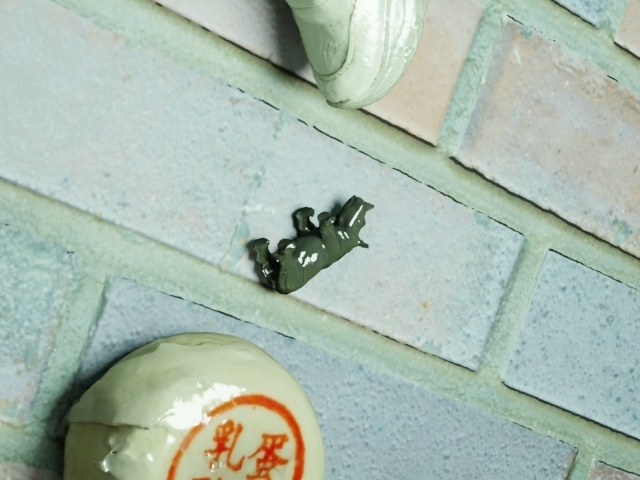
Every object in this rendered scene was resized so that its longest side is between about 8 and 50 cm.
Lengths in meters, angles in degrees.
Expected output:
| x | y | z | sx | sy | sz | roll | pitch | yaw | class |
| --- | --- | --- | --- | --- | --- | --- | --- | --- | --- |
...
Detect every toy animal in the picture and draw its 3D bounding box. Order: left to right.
| x | y | z | sx | sy | sz | roll | pitch | yaw | class |
| --- | --- | --- | --- | --- | --- | --- | --- | --- | --- |
| 0.000 | 0.000 | 1.749 | 0.135 | 0.047 | 0.065 | -36 | 127 | -30 | toy animal |

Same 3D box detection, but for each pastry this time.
| x | y | z | sx | sy | sz | roll | pitch | yaw | class |
| --- | --- | --- | --- | --- | --- | --- | --- | --- | --- |
| -0.110 | 0.206 | 1.652 | 0.265 | 0.133 | 0.265 | -14 | 114 | -36 | pastry |

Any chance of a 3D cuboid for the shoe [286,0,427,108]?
| x | y | z | sx | sy | sz | roll | pitch | yaw | class |
| --- | --- | --- | --- | --- | --- | --- | --- | --- | --- |
| -0.024 | -0.281 | 1.611 | 0.210 | 0.132 | 0.342 | -9 | 103 | -34 | shoe |
